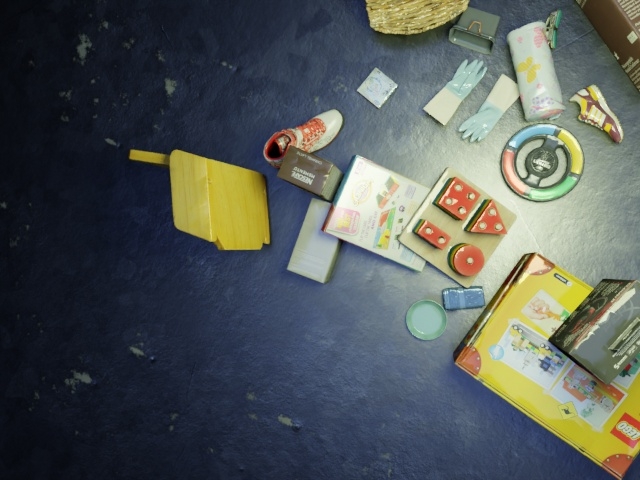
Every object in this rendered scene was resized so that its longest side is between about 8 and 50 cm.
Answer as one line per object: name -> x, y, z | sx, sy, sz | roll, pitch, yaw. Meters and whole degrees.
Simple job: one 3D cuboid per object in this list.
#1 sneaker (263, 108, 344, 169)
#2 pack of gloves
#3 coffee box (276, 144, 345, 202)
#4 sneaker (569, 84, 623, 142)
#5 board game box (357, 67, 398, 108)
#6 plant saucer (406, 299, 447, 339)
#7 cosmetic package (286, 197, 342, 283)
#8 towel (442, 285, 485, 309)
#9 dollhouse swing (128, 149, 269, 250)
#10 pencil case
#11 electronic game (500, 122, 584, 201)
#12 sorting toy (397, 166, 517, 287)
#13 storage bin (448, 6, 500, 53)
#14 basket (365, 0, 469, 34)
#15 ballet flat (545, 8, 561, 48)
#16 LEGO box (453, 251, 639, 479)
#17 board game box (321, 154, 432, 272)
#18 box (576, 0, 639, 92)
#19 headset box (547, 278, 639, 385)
sneaker -> -0.051, -0.313, 1.811 | 0.270, 0.145, 0.090 | -34, 82, 8
pack of gloves -> 0.451, -0.412, 1.777 | 0.195, 0.046, 0.232 | 39, 85, 9
coffee box -> -0.021, -0.189, 1.750 | 0.141, 0.246, 0.098 | 24, 93, 11
sneaker -> 0.780, -0.344, 1.694 | 0.084, 0.070, 0.185 | -29, 77, 18
board game box -> 0.175, -0.466, 1.835 | 0.090, 0.020, 0.090 | 42, 96, 9
plant saucer -> 0.317, 0.236, 1.785 | 0.120, 0.021, 0.119 | 0, 88, 12
cosmetic package -> 0.000, 0.000, 1.816 | 0.127, 0.107, 0.237 | 22, 90, 10
towel -> 0.421, 0.169, 1.762 | 0.120, 0.029, 0.067 | -5, 87, 12
dollhouse swing -> -0.370, -0.117, 1.774 | 0.305, 0.347, 0.314 | -5, 88, 20
pencil case -> 0.613, -0.477, 1.703 | 0.114, 0.124, 0.272 | -15, 84, 38
electronic game -> 0.637, -0.224, 1.722 | 0.230, 0.048, 0.229 | 0, 89, 11
sorting toy -> 0.400, -0.034, 1.693 | 0.256, 0.089, 0.257 | 34, 89, -9
storage bin -> 0.457, -0.624, 1.752 | 0.135, 0.098, 0.091 | 22, 82, 11
basket -> 0.286, -0.743, 1.778 | 0.300, 0.223, 0.213 | -9, 119, 14
ballet flat -> 0.671, -0.611, 1.737 | 0.041, 0.041, 0.114 | 10, 90, 11
LEGO box -> 0.677, 0.320, 1.623 | 0.500, 0.193, 0.372 | 35, 95, 11
board game box -> 0.194, -0.077, 1.740 | 0.317, 0.064, 0.242 | 23, 92, -10
box -> 0.864, -0.584, 1.616 | 0.143, 0.191, 0.381 | -31, 82, 9
headset box -> 0.663, 0.203, 1.383 | 0.110, 0.293, 0.218 | 41, 94, 10
